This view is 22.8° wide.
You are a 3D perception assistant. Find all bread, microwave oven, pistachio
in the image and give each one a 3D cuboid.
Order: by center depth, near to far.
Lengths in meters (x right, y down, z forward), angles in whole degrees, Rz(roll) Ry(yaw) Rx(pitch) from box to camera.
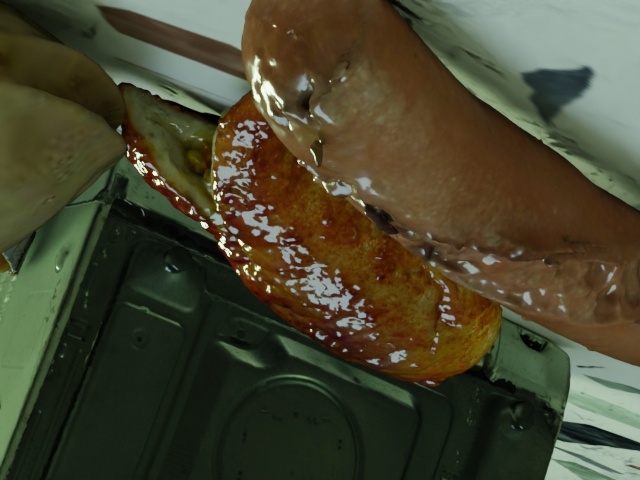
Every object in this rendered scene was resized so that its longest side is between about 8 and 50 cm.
[{"bbox_3d":[-0.208,-0.054,0.818,0.261,0.162,0.213,1,176,27],"label":"pistachio"},{"bbox_3d":[-0.004,0.001,0.876,0.139,0.095,0.269,-1,154,43],"label":"bread"},{"bbox_3d":[-0.057,0.153,1.132,0.394,0.333,0.247,25,164,-25],"label":"microwave oven"}]

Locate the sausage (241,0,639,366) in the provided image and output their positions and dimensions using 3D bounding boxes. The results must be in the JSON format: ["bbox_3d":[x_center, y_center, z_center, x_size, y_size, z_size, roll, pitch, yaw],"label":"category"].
[{"bbox_3d":[0.086,-0.012,0.679,0.087,0.079,0.327,-23,143,36],"label":"sausage"}]

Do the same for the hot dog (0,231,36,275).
[{"bbox_3d":[-0.257,-0.040,1.103,0.191,0.059,0.108,23,133,51],"label":"hot dog"}]
